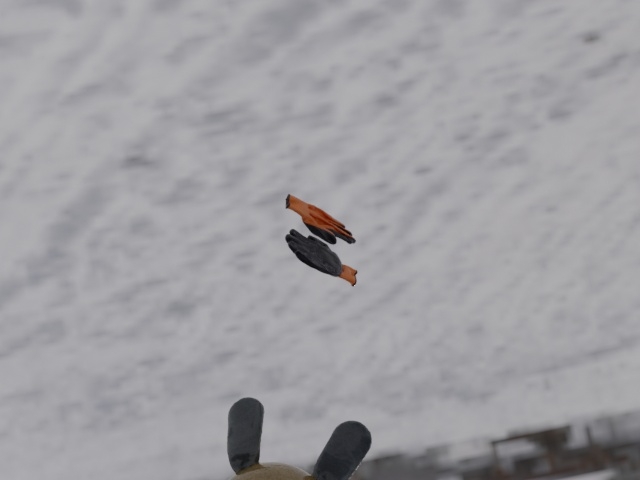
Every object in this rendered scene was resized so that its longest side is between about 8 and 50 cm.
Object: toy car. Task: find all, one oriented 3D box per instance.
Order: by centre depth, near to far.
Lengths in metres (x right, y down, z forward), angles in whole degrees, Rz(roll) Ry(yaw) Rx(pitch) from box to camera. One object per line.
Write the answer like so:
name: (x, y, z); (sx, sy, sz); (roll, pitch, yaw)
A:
toy car: (-0.035, 0.209, 1.348); (0.155, 0.188, 0.149); (12, 168, 4)

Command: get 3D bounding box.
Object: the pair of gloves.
pair of gloves: (0.000, 0.000, 1.642); (0.074, 0.083, 0.010); (30, 122, -20)
